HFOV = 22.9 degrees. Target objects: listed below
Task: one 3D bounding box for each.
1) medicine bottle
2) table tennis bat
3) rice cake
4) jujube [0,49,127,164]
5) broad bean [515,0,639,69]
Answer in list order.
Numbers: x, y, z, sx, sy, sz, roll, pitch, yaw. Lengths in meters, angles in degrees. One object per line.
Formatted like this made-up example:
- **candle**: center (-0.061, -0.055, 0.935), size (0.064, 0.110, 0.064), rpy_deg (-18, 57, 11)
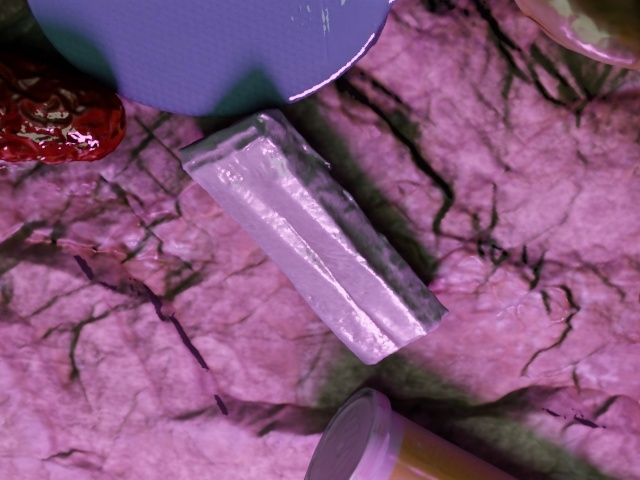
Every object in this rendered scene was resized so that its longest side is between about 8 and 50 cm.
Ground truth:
- **medicine bottle**: center (0.191, 0.259, 1.225), size (0.426, 0.108, 0.108), rpy_deg (30, 121, -14)
- **table tennis bat**: center (-0.032, -0.174, 1.003), size (0.329, 0.044, 0.215), rpy_deg (0, 123, 8)
- **rice cake**: center (0.000, 0.000, 1.103), size (0.085, 0.040, 0.226), rpy_deg (-19, 124, 38)
- **jujube**: center (-0.192, -0.087, 1.050), size (0.129, 0.077, 0.077), rpy_deg (10, 124, 8)
- **broad bean**: center (0.170, -0.201, 0.931), size (0.153, 0.072, 0.206), rpy_deg (-20, 111, -17)
